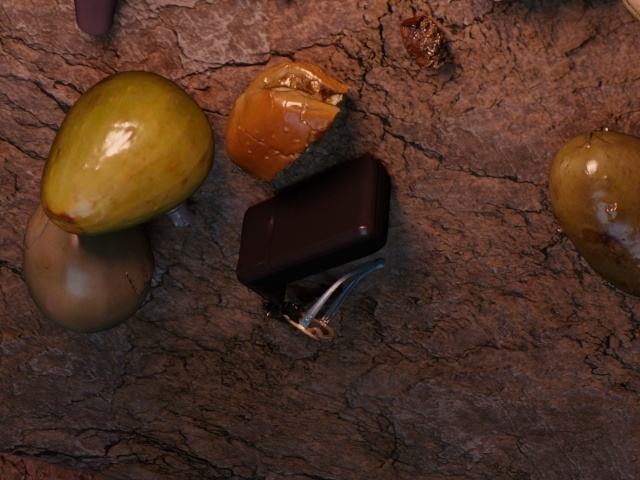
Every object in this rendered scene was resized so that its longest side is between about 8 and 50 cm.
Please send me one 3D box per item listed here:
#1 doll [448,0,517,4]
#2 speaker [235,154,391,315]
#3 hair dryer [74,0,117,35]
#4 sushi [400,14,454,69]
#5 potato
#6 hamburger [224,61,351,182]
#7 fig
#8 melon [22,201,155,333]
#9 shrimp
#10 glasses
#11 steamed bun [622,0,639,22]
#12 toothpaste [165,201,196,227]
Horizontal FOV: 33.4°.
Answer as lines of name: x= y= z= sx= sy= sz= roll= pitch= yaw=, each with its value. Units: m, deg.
doll: x=0.287 y=-0.392 z=1.544 sx=0.221 sy=0.105 sz=0.115 roll=-8 pitch=102 yaw=24
speaker: x=0.000 y=0.000 z=2.087 sx=0.388 sy=0.180 sz=0.184 roll=-21 pitch=139 yaw=37
hair dryer: x=-0.229 y=-0.412 z=1.670 sx=0.361 sy=0.121 sz=0.301 roll=10 pitch=152 yaw=-7
sushi: x=0.173 y=-0.318 z=1.719 sx=0.055 sy=0.052 sz=0.120 roll=2 pitch=143 yaw=37
potato: x=0.544 y=-0.044 z=1.850 sx=0.359 sy=0.219 sz=0.270 roll=29 pitch=131 yaw=-12
hamburger: x=-0.083 y=-0.203 z=1.858 sx=0.156 sy=0.144 sz=0.283 roll=28 pitch=142 yaw=-20
fig: x=-0.348 y=-0.144 z=1.866 sx=0.258 sy=0.326 sz=0.258 roll=35 pitch=152 yaw=22
melon: x=-0.471 y=0.037 z=2.168 sx=0.268 sy=0.268 sz=0.330 roll=8 pitch=131 yaw=4
shrimp: x=-0.036 y=0.136 z=2.312 sx=0.150 sy=0.051 sz=0.217 roll=-33 pitch=156 yaw=28
glasses: x=0.047 y=0.130 z=2.187 sx=0.220 sy=0.088 sz=0.189 roll=-35 pitch=170 yaw=11
steamed bun: x=0.485 y=-0.375 z=1.353 sx=0.333 sy=0.312 sz=0.233 roll=36 pitch=135 yaw=-18
toothpaste: x=-0.332 y=-0.122 z=2.108 sx=0.089 sy=0.057 sz=0.234 roll=-16 pitch=129 yaw=28
